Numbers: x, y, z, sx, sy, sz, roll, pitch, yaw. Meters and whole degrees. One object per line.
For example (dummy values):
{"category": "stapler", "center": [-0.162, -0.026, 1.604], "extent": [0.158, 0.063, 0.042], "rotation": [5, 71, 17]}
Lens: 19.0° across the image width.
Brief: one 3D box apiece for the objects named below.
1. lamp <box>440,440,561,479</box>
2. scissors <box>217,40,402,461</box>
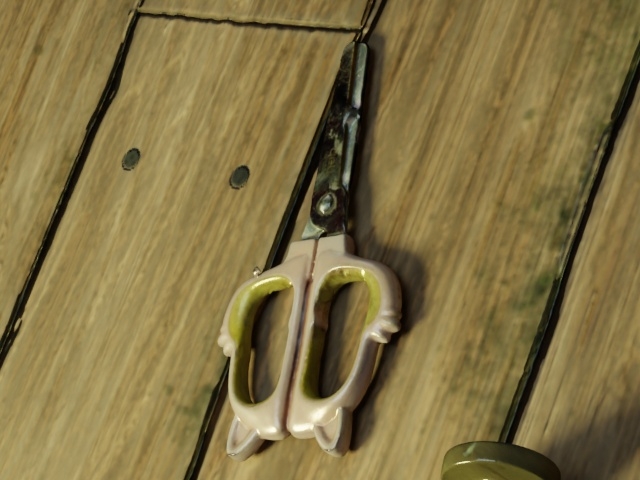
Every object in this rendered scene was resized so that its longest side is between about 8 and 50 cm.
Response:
{"category": "lamp", "center": [0.087, 0.223, 1.092], "extent": [0.121, 0.121, 0.214], "rotation": [-11, 52, 36]}
{"category": "scissors", "center": [0.000, 0.000, 1.344], "extent": [0.160, 0.024, 0.317], "rotation": [-8, 63, 38]}
